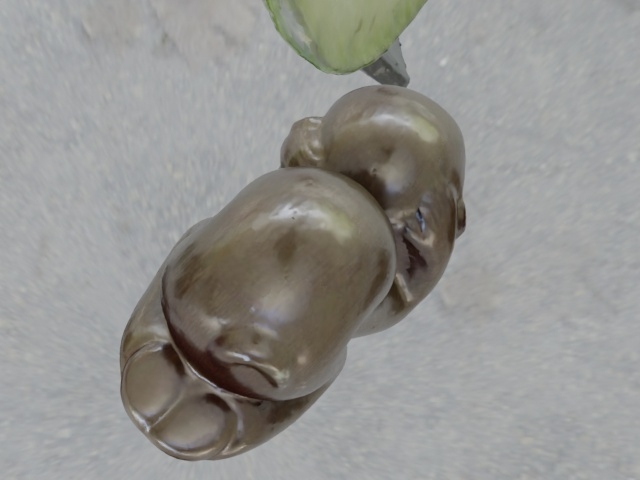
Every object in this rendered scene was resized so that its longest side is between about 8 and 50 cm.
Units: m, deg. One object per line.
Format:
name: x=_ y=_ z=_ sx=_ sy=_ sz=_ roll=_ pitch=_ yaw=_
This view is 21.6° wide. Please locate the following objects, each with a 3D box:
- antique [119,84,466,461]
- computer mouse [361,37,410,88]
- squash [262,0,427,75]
antique: x=0.000 y=0.000 z=0.909 sx=0.121 sy=0.143 sz=0.257 roll=43 pitch=39 yaw=6
computer mouse: x=-0.008 y=-0.239 z=1.539 sx=0.087 sy=0.295 sz=0.168 roll=-33 pitch=128 yaw=15
squash: x=0.040 y=-0.193 z=0.507 sx=0.189 sy=0.189 sz=0.261 roll=-15 pitch=59 yaw=-5
